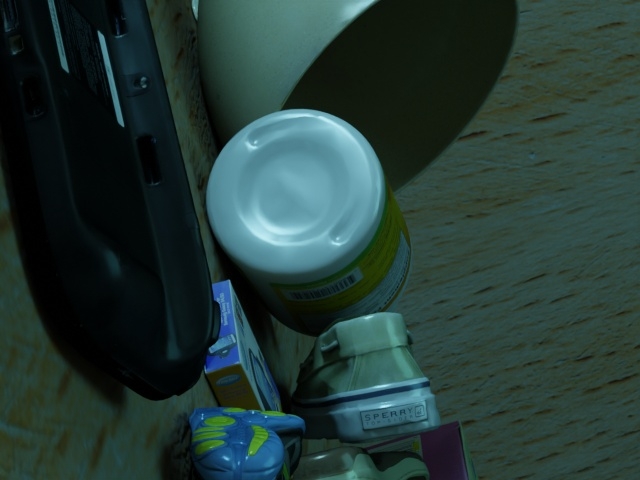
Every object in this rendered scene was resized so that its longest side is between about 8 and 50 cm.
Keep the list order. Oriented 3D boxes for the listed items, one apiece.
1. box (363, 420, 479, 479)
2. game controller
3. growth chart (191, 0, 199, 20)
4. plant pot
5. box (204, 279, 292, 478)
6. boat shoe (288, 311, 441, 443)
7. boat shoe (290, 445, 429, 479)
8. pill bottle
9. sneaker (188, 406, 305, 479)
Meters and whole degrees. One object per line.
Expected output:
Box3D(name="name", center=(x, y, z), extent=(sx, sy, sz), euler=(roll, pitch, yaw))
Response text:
Box3D(name="box", center=(0.126, 0.340, 1.966), extent=(0.213, 0.117, 0.243), euler=(-88, 160, -75))
Box3D(name="game controller", center=(-0.123, -0.080, 0.961), extent=(0.166, 0.067, 0.319), euler=(33, 38, -60))
Box3D(name="growth chart", center=(-0.082, -0.150, 1.848), extent=(0.172, 0.021, 0.237), euler=(-68, 141, -81))
Box3D(name="plant pot", center=(0.003, -0.177, 1.674), extent=(0.191, 0.284, 0.284), euler=(46, -9, 28))
Box3D(name="box", center=(-0.053, 0.091, 1.292), extent=(0.081, 0.028, 0.136), euler=(-101, 175, -48))
Box3D(name="boat shoe", center=(0.037, 0.104, 1.504), extent=(0.302, 0.109, 0.094), euler=(154, -70, -79))
Box3D(name="boat shoe", center=(0.026, 0.211, 1.451), extent=(0.257, 0.095, 0.095), euler=(21, 54, -69))
Box3D(name="pill bottle", center=(0.000, 0.000, 1.553), extent=(0.245, 0.136, 0.136), euler=(61, 13, -69))
Box3D(name="sneaker", center=(-0.046, 0.136, 1.086), extent=(0.188, 0.067, 0.078), euler=(-63, 158, -86))
